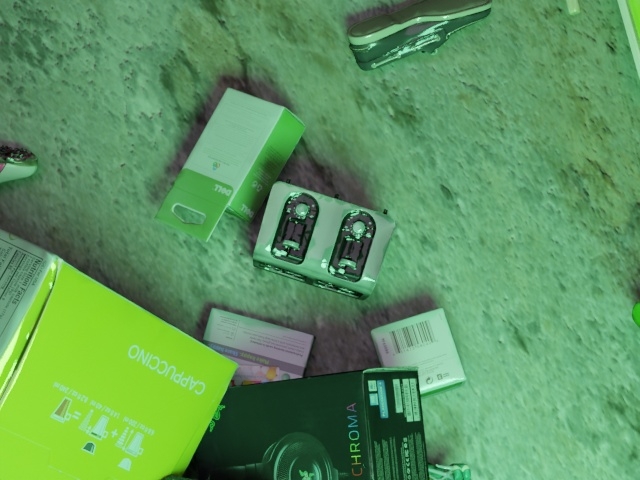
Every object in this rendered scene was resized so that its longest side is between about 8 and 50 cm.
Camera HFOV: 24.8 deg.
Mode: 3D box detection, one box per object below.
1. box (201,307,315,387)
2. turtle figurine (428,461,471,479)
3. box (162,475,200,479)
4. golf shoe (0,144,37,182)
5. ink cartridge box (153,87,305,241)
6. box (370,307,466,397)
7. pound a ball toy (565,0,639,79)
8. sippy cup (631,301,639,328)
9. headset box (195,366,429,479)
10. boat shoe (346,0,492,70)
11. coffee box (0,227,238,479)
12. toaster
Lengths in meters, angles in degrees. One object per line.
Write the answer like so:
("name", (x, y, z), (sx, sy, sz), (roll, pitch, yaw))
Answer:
("box", (-0.100, 0.197, 1.934), (0.145, 0.038, 0.186), (15, 82, 6))
("turtle figurine", (0.135, 0.335, 1.851), (0.234, 0.118, 0.175), (46, 112, -1))
("box", (-0.098, 0.396, 1.700), (0.183, 0.059, 0.233), (3, 115, 29))
("golf shoe", (-0.477, -0.084, 2.004), (0.186, 0.067, 0.086), (-6, 106, 2))
("ink cartridge box", (-0.122, -0.092, 1.956), (0.109, 0.062, 0.209), (23, 80, 36))
("box", (0.128, 0.153, 1.902), (0.101, 0.087, 0.102), (-18, 80, 1))
("pound a ball toy", (0.431, -0.346, 1.969), (0.208, 0.135, 0.319), (-19, 78, 26))
("sippy cup", (0.544, 0.011, 1.831), (0.240, 0.224, 0.305), (19, 81, 6))
("headset box", (-0.018, 0.289, 1.777), (0.283, 0.131, 0.246), (-10, 81, 35))
("boat shoe", (0.139, -0.287, 2.007), (0.206, 0.075, 0.065), (-17, 122, -5))
("coffee box", (-0.370, 0.187, 1.741), (0.334, 0.337, 0.338), (20, 78, 43))
("toaster", (0.000, 0.000, 1.902), (0.168, 0.186, 0.110), (18, 84, -1))
